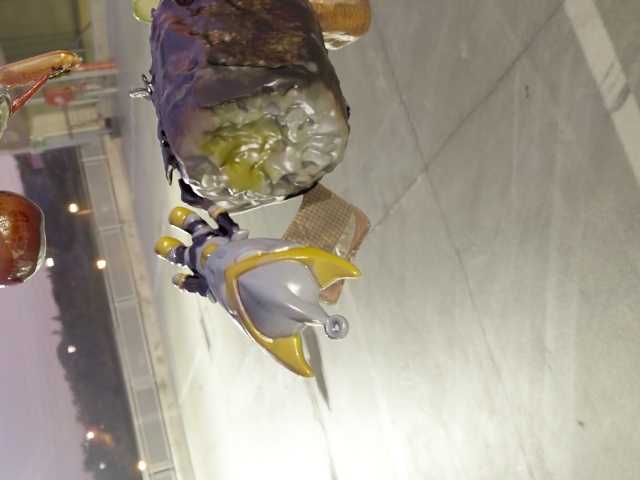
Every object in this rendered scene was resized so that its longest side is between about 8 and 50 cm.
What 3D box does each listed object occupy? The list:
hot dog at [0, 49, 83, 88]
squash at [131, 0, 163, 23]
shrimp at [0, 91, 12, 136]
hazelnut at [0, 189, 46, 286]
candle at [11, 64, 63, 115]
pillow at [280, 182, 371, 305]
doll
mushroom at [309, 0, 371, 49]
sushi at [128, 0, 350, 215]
[{"bbox_3d":[-0.713,-0.435,1.930,0.092,0.236,0.062,-26,-77,-77],"label":"hot dog"},{"bbox_3d":[-0.347,-0.526,1.443,0.252,0.169,0.093,48,153,20],"label":"squash"},{"bbox_3d":[-0.650,-0.241,1.475,0.126,0.048,0.223,-64,6,-5],"label":"shrimp"},{"bbox_3d":[-0.735,0.004,1.715,0.251,0.217,0.217,-36,65,46],"label":"hazelnut"},{"bbox_3d":[-0.622,-0.327,1.643,0.026,0.167,0.021,49,158,-25],"label":"candle"},{"bbox_3d":[0.002,0.002,1.214,0.034,0.135,0.211,-41,20,49],"label":"pillow"},{"bbox_3d":[-0.089,0.045,1.000,0.316,0.145,0.103,27,159,32],"label":"doll"},{"bbox_3d":[-0.049,-0.553,1.627,0.259,0.346,0.345,-59,43,44],"label":"mushroom"},{"bbox_3d":[-0.119,-0.215,1.138,0.299,0.281,0.294,116,142,-48],"label":"sushi"}]
